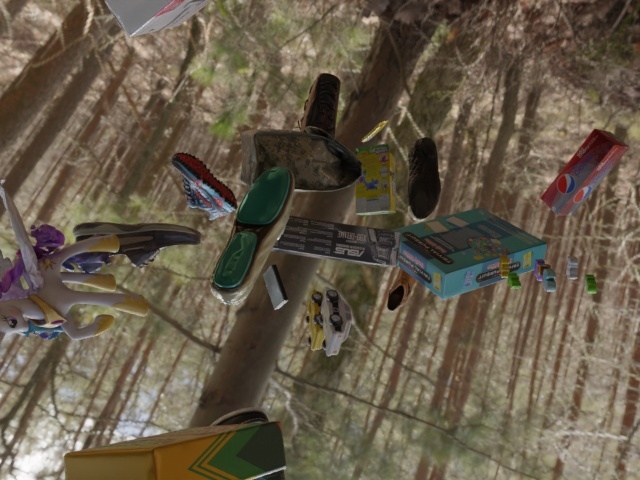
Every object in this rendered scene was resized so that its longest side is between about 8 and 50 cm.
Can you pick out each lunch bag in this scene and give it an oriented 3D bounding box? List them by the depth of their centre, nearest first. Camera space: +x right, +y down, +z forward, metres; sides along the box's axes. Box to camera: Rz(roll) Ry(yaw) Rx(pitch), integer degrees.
[{"bbox_3d":[-0.050,-0.209,1.552,0.287,0.168,0.235,-1,-168,-14],"label":"lunch bag"}]

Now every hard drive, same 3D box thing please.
[{"bbox_3d":[-0.157,0.161,2.096,0.022,0.135,0.094,-10,160,-31],"label":"hard drive"}]

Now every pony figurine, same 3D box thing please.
[{"bbox_3d":[-0.606,0.074,1.307,0.364,0.351,0.303,-5,147,-47],"label":"pony figurine"}]

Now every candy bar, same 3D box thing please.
[{"bbox_3d":[0.193,-0.393,2.179,0.018,0.040,0.161,64,153,4],"label":"candy bar"}]

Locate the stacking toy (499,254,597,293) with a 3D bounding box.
[{"bbox_3d":[0.483,0.078,1.303,0.167,0.052,0.221,0,-168,10],"label":"stacking toy"}]

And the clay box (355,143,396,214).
[{"bbox_3d":[0.178,-0.197,1.966,0.128,0.221,0.053,-3,173,29],"label":"clay box"}]

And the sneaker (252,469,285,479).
[{"bbox_3d":[-0.150,0.641,1.645,0.167,0.076,0.065,-8,169,40],"label":"sneaker"}]

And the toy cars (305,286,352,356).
[{"bbox_3d":[0.030,0.222,1.670,0.087,0.176,0.394,7,173,-10],"label":"toy cars"}]

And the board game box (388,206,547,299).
[{"bbox_3d":[0.376,0.024,1.589,0.254,0.336,0.079,40,137,51],"label":"board game box"}]

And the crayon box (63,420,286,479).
[{"bbox_3d":[-0.227,0.334,0.900,0.202,0.081,0.319,-15,166,32],"label":"crayon box"}]

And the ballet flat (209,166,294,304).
[{"bbox_3d":[-0.102,-0.005,0.955,0.086,0.248,0.086,19,151,11],"label":"ballet flat"}]

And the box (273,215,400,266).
[{"bbox_3d":[0.000,0.000,1.309,0.308,0.076,0.242,9,177,-5],"label":"box"}]

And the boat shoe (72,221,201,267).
[{"bbox_3d":[-0.527,0.013,1.750,0.356,0.130,0.132,1,-179,-11],"label":"boat shoe"}]

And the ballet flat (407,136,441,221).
[{"bbox_3d":[0.176,-0.103,1.042,0.058,0.173,0.049,18,148,-12],"label":"ballet flat"}]

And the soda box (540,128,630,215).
[{"bbox_3d":[0.775,-0.197,1.782,0.092,0.083,0.263,0,133,-37],"label":"soda box"}]

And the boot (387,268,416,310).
[{"bbox_3d":[0.253,0.113,1.786,0.073,0.197,0.152,17,-167,17],"label":"boot"}]

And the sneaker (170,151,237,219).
[{"bbox_3d":[-0.371,-0.150,1.816,0.125,0.104,0.262,-32,127,14],"label":"sneaker"}]

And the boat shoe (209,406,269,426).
[{"bbox_3d":[-0.227,0.454,1.224,0.114,0.303,0.091,63,167,-27],"label":"boat shoe"}]

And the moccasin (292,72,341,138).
[{"bbox_3d":[-0.021,-0.428,2.245,0.139,0.379,0.147,6,178,-17],"label":"moccasin"}]

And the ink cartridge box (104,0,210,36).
[{"bbox_3d":[-0.328,-0.528,1.299,0.159,0.218,0.092,-25,106,27],"label":"ink cartridge box"}]
